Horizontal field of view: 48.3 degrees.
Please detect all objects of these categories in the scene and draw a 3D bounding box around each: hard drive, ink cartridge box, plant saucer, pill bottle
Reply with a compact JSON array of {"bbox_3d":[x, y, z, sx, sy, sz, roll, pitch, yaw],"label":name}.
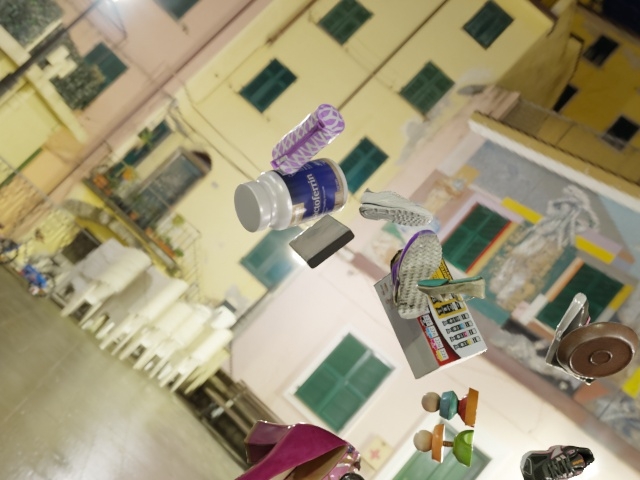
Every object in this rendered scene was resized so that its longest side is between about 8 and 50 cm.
[{"bbox_3d":[0.000,0.000,1.262,0.022,0.094,0.135,54,-5,-19],"label":"hard drive"},{"bbox_3d":[0.349,0.219,2.131,0.130,0.272,0.309,-43,-114,50],"label":"ink cartridge box"},{"bbox_3d":[0.585,0.238,1.499,0.168,0.168,0.029,50,27,-31],"label":"plant saucer"},{"bbox_3d":[-0.075,-0.112,1.805,0.153,0.265,0.153,31,-50,46],"label":"pill bottle"}]

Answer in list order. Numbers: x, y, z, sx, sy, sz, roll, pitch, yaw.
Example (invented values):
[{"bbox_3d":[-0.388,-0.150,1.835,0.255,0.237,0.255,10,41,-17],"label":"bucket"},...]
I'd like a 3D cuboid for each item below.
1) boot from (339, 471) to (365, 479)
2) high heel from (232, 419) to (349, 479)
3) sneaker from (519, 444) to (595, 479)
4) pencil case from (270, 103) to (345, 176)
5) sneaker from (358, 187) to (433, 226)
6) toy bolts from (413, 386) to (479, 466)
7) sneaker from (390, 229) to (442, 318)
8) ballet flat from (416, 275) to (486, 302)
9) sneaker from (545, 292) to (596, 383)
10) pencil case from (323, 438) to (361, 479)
[{"bbox_3d":[0.035,0.613,1.480,0.091,0.263,0.229,-4,-21,21],"label":"boot"},{"bbox_3d":[-0.085,0.457,1.210,0.181,0.377,0.127,4,-50,18],"label":"high heel"},{"bbox_3d":[0.420,0.393,1.257,0.077,0.178,0.072,-27,-102,44],"label":"sneaker"},{"bbox_3d":[-0.034,-0.233,1.655,0.206,0.088,0.086,-37,-99,41],"label":"pencil case"},{"bbox_3d":[0.242,-0.110,2.253,0.235,0.095,0.090,13,-33,6],"label":"sneaker"},{"bbox_3d":[0.345,0.470,1.953,0.158,0.218,0.228,7,21,13],"label":"toy bolts"},{"bbox_3d":[0.231,0.061,1.861,0.146,0.102,0.293,-105,-163,-45],"label":"sneaker"},{"bbox_3d":[0.273,0.107,1.510,0.168,0.057,0.052,-8,-83,45],"label":"ballet flat"},{"bbox_3d":[0.659,0.247,1.763,0.147,0.104,0.295,28,-33,26],"label":"sneaker"},{"bbox_3d":[0.004,0.684,1.754,0.167,0.386,0.160,2,-10,26],"label":"pencil case"}]
